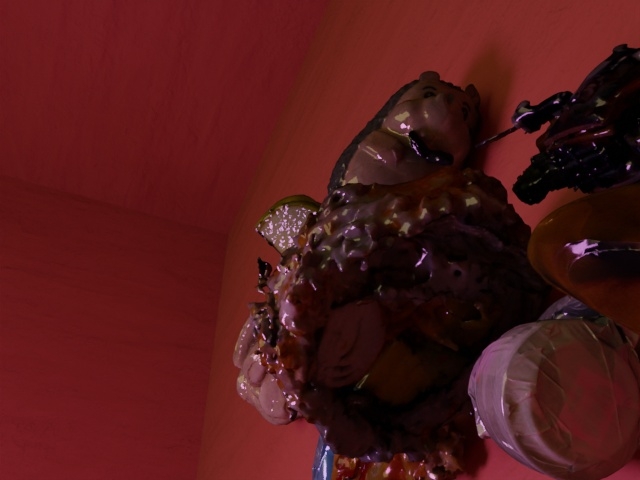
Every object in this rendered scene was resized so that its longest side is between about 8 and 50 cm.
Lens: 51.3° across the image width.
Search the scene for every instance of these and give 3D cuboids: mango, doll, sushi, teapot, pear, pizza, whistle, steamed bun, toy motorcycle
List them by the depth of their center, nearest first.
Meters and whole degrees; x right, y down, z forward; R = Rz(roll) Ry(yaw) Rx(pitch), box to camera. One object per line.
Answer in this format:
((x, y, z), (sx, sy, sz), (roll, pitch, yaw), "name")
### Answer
((0.310, 0.015, 0.626), (0.236, 0.166, 0.136), (8, 125, 44), "mango")
((0.251, 0.141, 0.745), (0.178, 0.163, 0.222), (145, 138, -77), "teapot")
((0.318, -0.131, 0.790), (0.207, 0.134, 0.401), (-49, 5, -19), "toy motorcycle")
((0.110, 0.107, 0.864), (0.418, 0.417, 0.176), (-69, 28, 18), "sushi")
((0.110, 0.326, 1.116), (0.406, 0.130, 0.440), (135, 146, -65), "pizza")
((0.163, -0.138, 1.209), (0.350, 0.247, 0.247), (-61, 13, -13), "doll")
((0.020, 0.496, 1.338), (0.186, 0.093, 0.274), (-152, 75, -76), "whistle")
((0.000, 0.000, 1.674), (0.159, 0.292, 0.292), (-45, 22, 9), "pear")
((-0.099, 0.298, 1.685), (0.372, 0.230, 0.325), (148, 132, -65), "steamed bun")
